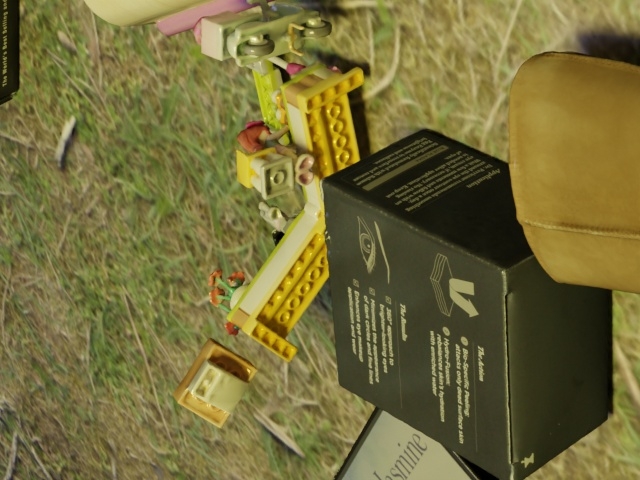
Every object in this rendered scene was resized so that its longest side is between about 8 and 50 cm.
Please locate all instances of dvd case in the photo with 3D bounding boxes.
[{"bbox_3d":[0.111,0.231,1.296,0.253,0.022,0.180,49,147,18],"label":"dvd case"}]

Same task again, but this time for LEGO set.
[{"bbox_3d":[-0.044,-0.027,1.207,0.107,0.132,0.287,33,122,46],"label":"LEGO set"}]

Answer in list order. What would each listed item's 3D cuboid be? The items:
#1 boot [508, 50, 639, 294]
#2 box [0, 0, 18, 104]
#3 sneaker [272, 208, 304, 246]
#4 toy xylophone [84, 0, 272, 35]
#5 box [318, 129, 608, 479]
[{"bbox_3d":[0.223,0.026,0.916,0.269,0.089,0.236,12,111,47],"label":"boot"},{"bbox_3d":[-0.375,-0.212,1.347,0.097,0.318,0.395,43,143,27],"label":"box"},{"bbox_3d":[0.000,0.000,1.254,0.083,0.037,0.032,5,117,51],"label":"sneaker"},{"bbox_3d":[-0.155,-0.274,1.143,0.236,0.081,0.323,-5,112,28],"label":"toy xylophone"},{"bbox_3d":[0.089,0.038,1.105,0.158,0.093,0.156,28,135,42],"label":"box"}]
